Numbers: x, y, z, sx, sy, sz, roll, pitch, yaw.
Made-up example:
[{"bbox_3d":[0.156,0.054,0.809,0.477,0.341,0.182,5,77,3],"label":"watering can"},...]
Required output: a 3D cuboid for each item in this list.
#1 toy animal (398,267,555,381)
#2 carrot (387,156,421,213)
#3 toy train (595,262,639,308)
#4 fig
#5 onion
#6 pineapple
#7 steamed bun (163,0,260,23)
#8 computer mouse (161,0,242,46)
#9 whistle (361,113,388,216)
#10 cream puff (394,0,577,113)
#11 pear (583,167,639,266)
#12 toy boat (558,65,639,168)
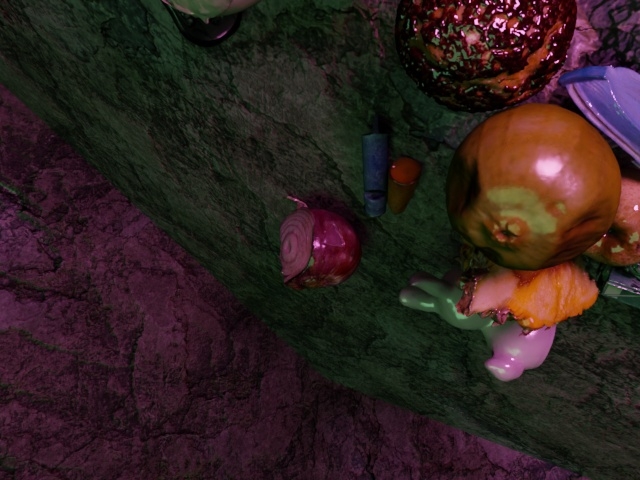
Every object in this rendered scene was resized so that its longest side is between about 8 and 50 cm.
[{"bbox_3d":[0.385,0.179,1.241,0.367,0.241,0.196,29,154,10],"label":"toy animal"},{"bbox_3d":[0.187,-0.108,1.166,0.072,0.072,0.205,27,157,15],"label":"carrot"},{"bbox_3d":[0.639,0.066,0.876,0.269,0.115,0.154,21,162,26],"label":"toy train"},{"bbox_3d":[0.312,-0.094,0.731,0.239,0.271,0.239,22,147,16],"label":"fig"},{"bbox_3d":[0.009,0.028,1.481,0.230,0.273,0.256,17,174,-33],"label":"onion"},{"bbox_3d":[0.321,0.039,0.962,0.344,0.286,0.209,60,165,-12],"label":"pineapple"},{"bbox_3d":[-0.159,-0.500,0.637,0.374,0.241,0.374,36,159,17],"label":"steamed bun"},{"bbox_3d":[-0.247,-0.482,0.936,0.096,0.137,0.233,39,168,44],"label":"computer mouse"},{"bbox_3d":[0.126,-0.162,1.151,0.062,0.062,0.304,25,155,19],"label":"whistle"},{"bbox_3d":[0.211,-0.268,0.665,0.238,0.165,0.239,13,170,3],"label":"cream puff"},{"bbox_3d":[0.488,-0.037,0.818,0.167,0.136,0.167,31,143,27],"label":"pear"},{"bbox_3d":[0.428,-0.169,0.720,0.215,0.088,0.102,37,160,-10],"label":"toy boat"}]
